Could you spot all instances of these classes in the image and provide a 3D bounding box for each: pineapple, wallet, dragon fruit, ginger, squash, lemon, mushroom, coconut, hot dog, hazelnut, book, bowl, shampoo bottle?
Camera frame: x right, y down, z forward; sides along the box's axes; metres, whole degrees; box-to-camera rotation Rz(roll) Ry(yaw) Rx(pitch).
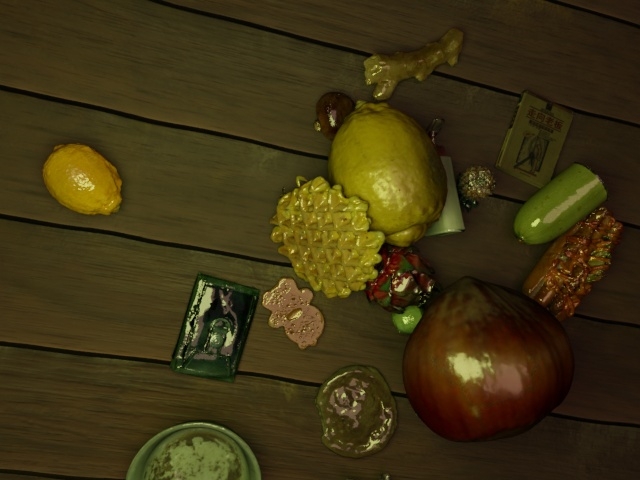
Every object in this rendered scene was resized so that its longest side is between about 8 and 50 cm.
[{"bbox_3d":[0.378,-0.131,1.185,0.083,0.221,0.103,-29,87,7],"label":"pineapple"},{"bbox_3d":[-0.250,0.210,1.152,0.160,0.055,0.235,17,86,-16],"label":"wallet"},{"bbox_3d":[0.182,0.090,1.172,0.182,0.182,0.188,-31,79,-9],"label":"dragon fruit"},{"bbox_3d":[0.246,-0.466,1.236,0.299,0.065,0.117,-28,108,-8],"label":"ginger"},{"bbox_3d":[0.612,-0.082,1.266,0.247,0.132,0.132,-38,96,5],"label":"squash"},{"bbox_3d":[0.145,-0.148,1.108,0.285,0.285,0.316,-42,64,-8],"label":"lemon"},{"bbox_3d":[0.043,-0.309,1.199,0.127,0.087,0.127,-1,92,-35],"label":"mushroom"},{"bbox_3d":[-0.519,-0.130,1.060,0.142,0.142,0.187,-45,101,-8],"label":"lemon"},{"bbox_3d":[0.230,0.197,1.219,0.096,0.088,0.087,-11,92,-4],"label":"coconut"},{"bbox_3d":[0.688,0.058,1.286,0.158,0.117,0.348,41,83,-8],"label":"hot dog"},{"bbox_3d":[0.381,0.269,1.095,0.410,0.359,0.358,-15,93,-46],"label":"hazelnut"},{"bbox_3d":[0.588,-0.276,1.317,0.161,0.026,0.230,21,86,-9],"label":"book"},{"bbox_3d":[-0.280,0.535,1.096,0.290,0.146,0.289,0,89,-8],"label":"bowl"},{"bbox_3d":[0.293,-0.152,1.203,0.071,0.153,0.283,-6,85,-8],"label":"shampoo bottle"}]

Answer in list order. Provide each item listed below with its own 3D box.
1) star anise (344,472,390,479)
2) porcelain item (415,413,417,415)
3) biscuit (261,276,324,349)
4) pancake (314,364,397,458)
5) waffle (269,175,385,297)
[{"bbox_3d":[0.145,0.684,1.189,0.258,0.111,0.198,33,59,-24],"label":"star anise"},{"bbox_3d":[0.304,0.407,1.263,0.075,0.021,0.136,20,86,-9],"label":"porcelain item"},{"bbox_3d":[-0.062,0.177,1.196,0.184,0.027,0.133,39,83,-9],"label":"biscuit"},{"bbox_3d":[0.092,0.435,1.215,0.223,0.042,0.236,9,87,-8],"label":"pancake"},{"bbox_3d":[0.005,-0.005,1.081,0.062,0.329,0.329,-34,96,-38],"label":"waffle"}]
